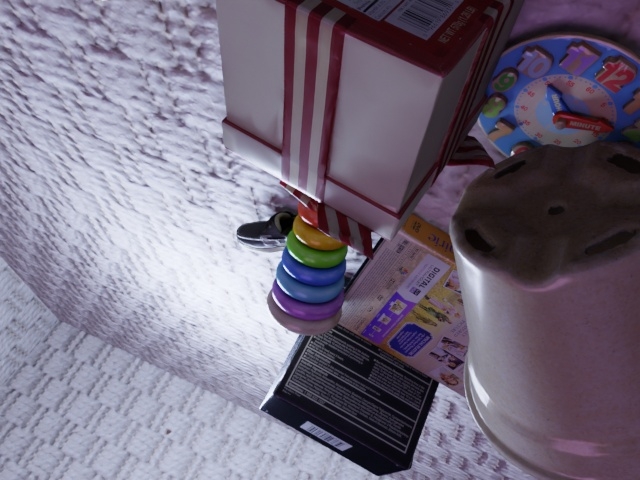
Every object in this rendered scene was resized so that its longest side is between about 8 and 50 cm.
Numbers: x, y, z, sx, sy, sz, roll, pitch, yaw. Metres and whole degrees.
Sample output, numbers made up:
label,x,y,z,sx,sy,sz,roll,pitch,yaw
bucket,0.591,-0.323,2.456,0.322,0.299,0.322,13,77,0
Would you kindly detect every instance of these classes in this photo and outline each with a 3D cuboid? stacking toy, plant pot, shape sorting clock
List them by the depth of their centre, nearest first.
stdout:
label,x,y,z,sx,sy,sz,roll,pitch,yaw
shape sorting clock,0.277,-0.144,0.628,0.206,0.040,0.206,22,147,15
plant pot,0.299,0.065,0.648,0.334,0.333,0.305,3,135,38
stacking toy,0.000,0.000,0.934,0.141,0.141,0.330,22,124,13

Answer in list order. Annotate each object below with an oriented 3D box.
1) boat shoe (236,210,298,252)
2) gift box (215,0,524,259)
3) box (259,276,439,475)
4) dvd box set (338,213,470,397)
label,x,y,z,sx,sy,sz,roll,pitch,yaw
boat shoe,-0.069,-0.022,1.064,0.224,0.080,0.073,4,133,26
gift box,0.059,-0.158,0.567,0.276,0.255,0.258,36,152,15
box,0.079,0.284,1.160,0.297,0.293,0.182,30,150,0
dvd box set,0.255,0.153,0.999,0.421,0.062,0.307,30,137,1
